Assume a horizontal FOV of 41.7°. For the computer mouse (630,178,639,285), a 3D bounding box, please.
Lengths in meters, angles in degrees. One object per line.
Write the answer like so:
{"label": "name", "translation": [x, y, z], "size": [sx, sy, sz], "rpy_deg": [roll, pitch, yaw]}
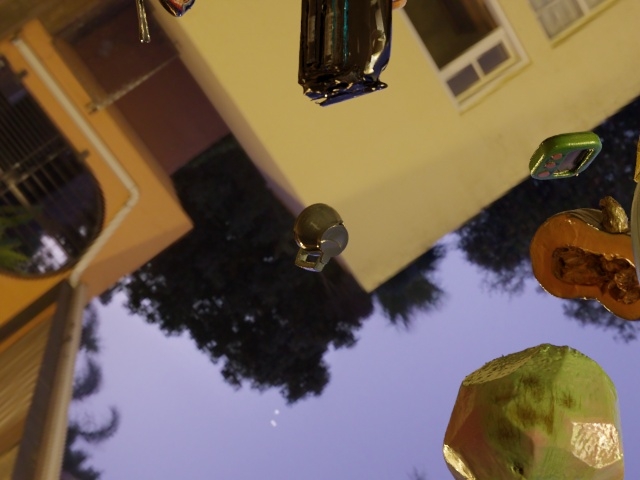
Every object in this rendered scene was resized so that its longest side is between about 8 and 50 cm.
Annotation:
{"label": "computer mouse", "translation": [0.484, 0.075, 1.009], "size": [0.121, 0.371, 0.188], "rpy_deg": [-31, -176, -30]}

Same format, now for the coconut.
{"label": "coconut", "translation": [0.263, 0.250, 1.045], "size": [0.235, 0.205, 0.236], "rpy_deg": [1, -135, -1]}

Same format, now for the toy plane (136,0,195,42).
{"label": "toy plane", "translation": [-0.120, -0.223, 0.620], "size": [0.060, 0.145, 0.037], "rpy_deg": [-15, -160, -17]}

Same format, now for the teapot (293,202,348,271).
{"label": "teapot", "translation": [0.000, 0.000, 1.070], "size": [0.057, 0.066, 0.088], "rpy_deg": [35, -82, 53]}

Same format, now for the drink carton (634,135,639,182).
{"label": "drink carton", "translation": [0.636, -0.096, 1.274], "size": [0.154, 0.111, 0.351], "rpy_deg": [-2, -160, -9]}

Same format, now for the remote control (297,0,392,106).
{"label": "remote control", "translation": [0.025, -0.370, 1.037], "size": [0.144, 0.399, 0.062], "rpy_deg": [-8, 167, 42]}

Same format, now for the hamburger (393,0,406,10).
{"label": "hamburger", "translation": [0.146, -0.468, 1.245], "size": [0.261, 0.186, 0.302], "rpy_deg": [-37, -171, -10]}

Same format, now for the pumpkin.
{"label": "pumpkin", "translation": [0.571, 0.026, 1.645], "size": [0.139, 0.222, 0.317], "rpy_deg": [1, -167, -35]}

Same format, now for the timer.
{"label": "timer", "translation": [0.498, -0.174, 1.717], "size": [0.128, 0.047, 0.140], "rpy_deg": [-6, 156, -11]}
